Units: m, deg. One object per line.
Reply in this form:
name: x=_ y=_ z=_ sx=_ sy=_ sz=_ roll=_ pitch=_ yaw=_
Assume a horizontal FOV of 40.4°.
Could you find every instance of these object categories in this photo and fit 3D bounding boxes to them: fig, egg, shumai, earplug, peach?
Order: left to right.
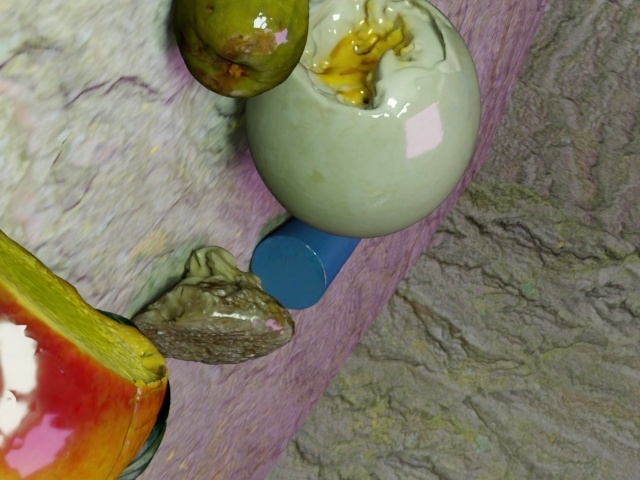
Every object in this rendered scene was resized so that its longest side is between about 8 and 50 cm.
peach: x=-0.243 y=0.089 z=0.592 sx=0.245 sy=0.248 sz=0.275 roll=-25 pitch=171 yaw=9
shumai: x=-0.138 y=0.080 z=1.137 sx=0.161 sy=0.209 sz=0.153 roll=77 pitch=11 yaw=-51
fig: x=-0.081 y=-0.230 z=0.810 sx=0.127 sy=0.185 sz=0.133 roll=-15 pitch=160 yaw=-6
earplug: x=0.000 y=0.000 z=1.501 sx=0.273 sy=0.132 sz=0.132 roll=-46 pitch=161 yaw=-56
egg: x=0.049 y=-0.138 z=1.052 sx=0.278 sy=0.278 sz=0.336 roll=-54 pitch=165 yaw=-22

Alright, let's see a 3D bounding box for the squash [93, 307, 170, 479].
squash: x=-0.243 y=0.160 z=0.808 sx=0.172 sy=0.218 sz=0.218 roll=-102 pitch=-156 yaw=-47
